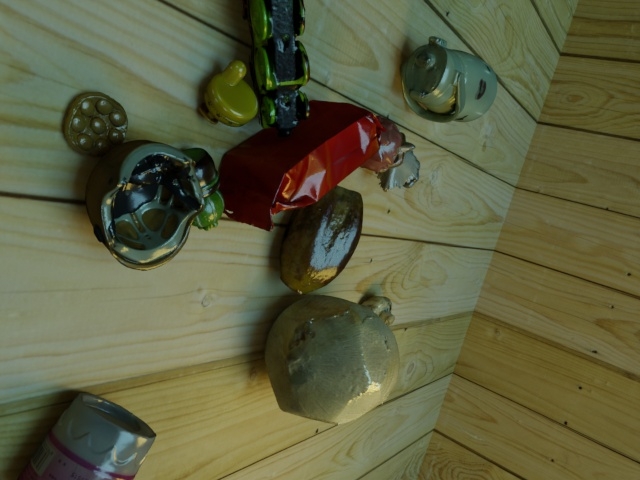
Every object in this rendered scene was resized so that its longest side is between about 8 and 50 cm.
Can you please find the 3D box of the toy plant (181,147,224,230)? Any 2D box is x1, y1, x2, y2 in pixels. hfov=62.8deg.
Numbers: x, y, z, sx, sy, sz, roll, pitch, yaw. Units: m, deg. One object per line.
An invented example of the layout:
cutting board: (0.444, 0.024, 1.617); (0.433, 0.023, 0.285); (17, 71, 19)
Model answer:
toy plant: (-0.236, -0.092, 1.019); (0.093, 0.093, 0.162); (-41, 138, -36)

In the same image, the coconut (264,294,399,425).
coconut: (0.027, 0.316, 1.397); (0.360, 0.346, 0.346); (11, 98, -64)

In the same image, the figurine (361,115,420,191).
figurine: (0.182, -0.257, 1.463); (0.387, 0.166, 0.207); (28, 68, -60)

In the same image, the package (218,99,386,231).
package: (-0.041, -0.184, 1.152); (0.423, 0.196, 0.123); (-41, 134, -34)

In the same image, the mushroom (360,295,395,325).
mushroom: (0.198, 0.260, 1.811); (0.154, 0.122, 0.154); (-20, 116, -47)

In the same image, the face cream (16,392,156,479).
face cream: (-0.423, 0.403, 0.949); (0.195, 0.175, 0.175); (-59, 146, -13)

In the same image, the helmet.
helmet: (-0.309, -0.073, 0.891); (0.198, 0.130, 0.224); (-27, 140, -40)

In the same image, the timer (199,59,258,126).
timer: (-0.165, -0.275, 1.001); (0.107, 0.109, 0.107); (24, 51, -33)

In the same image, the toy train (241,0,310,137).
toy train: (-0.085, -0.357, 1.027); (0.100, 0.160, 0.296); (-12, 126, -17)

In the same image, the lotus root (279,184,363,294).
lotus root: (-0.006, -0.002, 1.342); (0.193, 0.193, 0.291); (32, 78, -56)

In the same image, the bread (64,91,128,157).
bread: (-0.360, -0.186, 0.848); (0.110, 0.024, 0.110); (-31, 132, -42)

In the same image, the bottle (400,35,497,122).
bottle: (0.375, -0.469, 1.579); (0.352, 0.229, 0.229); (-8, 114, -53)
